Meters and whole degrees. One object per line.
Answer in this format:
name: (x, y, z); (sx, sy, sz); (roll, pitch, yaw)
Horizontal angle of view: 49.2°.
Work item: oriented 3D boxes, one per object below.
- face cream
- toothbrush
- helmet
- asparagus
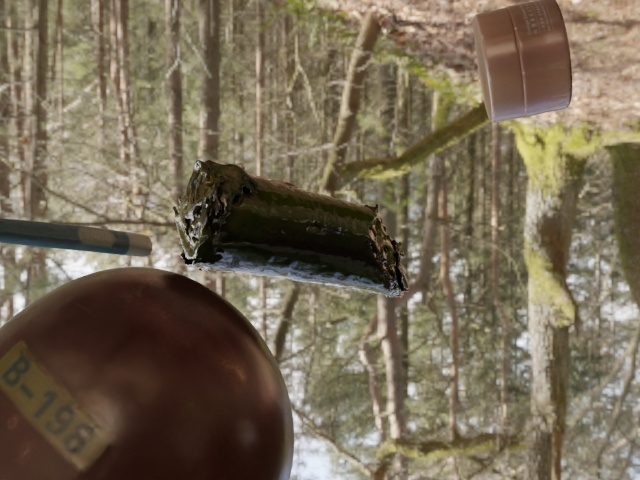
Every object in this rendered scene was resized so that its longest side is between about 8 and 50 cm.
face cream: (0.270, -0.241, 0.943); (0.104, 0.149, 0.149); (-10, 179, 11)
toothbrush: (-0.210, -0.008, 0.450); (0.025, 0.019, 0.275); (-23, 163, 30)
helmet: (-0.149, 0.160, 0.666); (0.385, 0.230, 0.337); (37, -178, 28)
asparagus: (0.000, 0.000, 0.856); (0.381, 0.128, 0.108); (13, -157, -38)
